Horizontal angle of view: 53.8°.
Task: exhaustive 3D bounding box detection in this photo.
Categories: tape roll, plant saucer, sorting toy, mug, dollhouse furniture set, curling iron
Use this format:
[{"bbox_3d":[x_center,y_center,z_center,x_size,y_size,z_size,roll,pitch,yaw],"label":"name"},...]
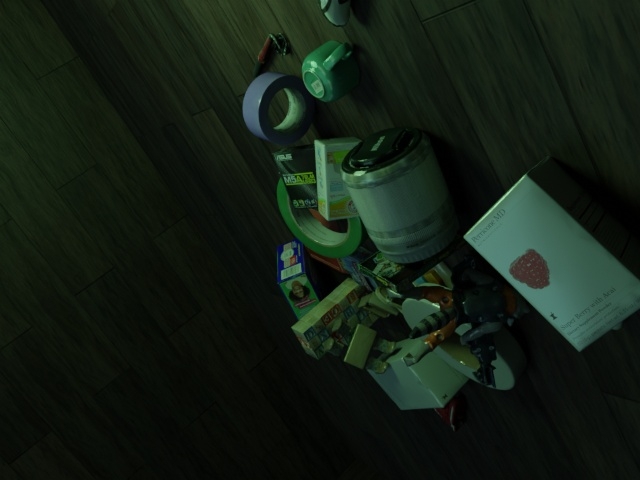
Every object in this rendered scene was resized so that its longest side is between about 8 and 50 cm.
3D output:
[{"bbox_3d":[0.013,-0.100,1.930,0.321,0.077,0.321,25,137,27],"label":"tape roll"},{"bbox_3d":[0.000,0.000,2.280,0.259,0.047,0.259,26,147,49],"label":"plant saucer"},{"bbox_3d":[0.352,0.153,1.840,0.193,0.038,0.208,51,158,0],"label":"sorting toy"},{"bbox_3d":[0.015,-0.409,1.514,0.129,0.097,0.158,37,155,32],"label":"mug"},{"bbox_3d":[0.162,0.313,2.158,0.212,0.242,0.161,25,164,-7],"label":"dollhouse furniture set"},{"bbox_3d":[-0.112,-0.360,1.724,0.080,0.189,0.189,27,149,45],"label":"tape roll"},{"bbox_3d":[-0.152,-0.508,1.771,0.068,0.035,0.274,54,158,-9],"label":"curling iron"},{"bbox_3d":[0.407,0.278,1.817,0.392,0.072,0.392,38,162,14],"label":"tape roll"}]

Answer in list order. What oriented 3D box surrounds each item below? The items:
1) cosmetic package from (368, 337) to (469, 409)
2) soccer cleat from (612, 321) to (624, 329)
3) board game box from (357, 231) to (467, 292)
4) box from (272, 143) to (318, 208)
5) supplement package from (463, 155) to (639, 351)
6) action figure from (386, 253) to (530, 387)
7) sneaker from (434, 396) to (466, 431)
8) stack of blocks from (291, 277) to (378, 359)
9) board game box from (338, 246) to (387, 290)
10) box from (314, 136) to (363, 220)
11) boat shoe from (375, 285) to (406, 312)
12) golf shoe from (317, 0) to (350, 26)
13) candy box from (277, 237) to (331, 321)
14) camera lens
[{"bbox_3d":[0.335,0.469,2.234,0.217,0.156,0.385,50,158,1],"label":"cosmetic package"},{"bbox_3d":[0.565,0.116,1.307,0.196,0.076,0.068,57,158,-18],"label":"soccer cleat"},{"bbox_3d":[0.233,0.032,1.578,0.136,0.259,0.030,28,140,44],"label":"board game box"},{"bbox_3d":[-0.031,-0.182,1.807,0.190,0.045,0.184,1,122,41],"label":"box"},{"bbox_3d":[0.448,0.018,1.166,0.293,0.175,0.178,46,125,11],"label":"supplement package"},{"bbox_3d":[0.357,0.213,1.535,0.178,0.329,0.342,139,114,-82],"label":"action figure"},{"bbox_3d":[0.459,0.612,2.310,0.128,0.087,0.221,34,152,33],"label":"sneaker"},{"bbox_3d":[0.059,0.296,2.298,0.087,0.297,0.171,13,136,57],"label":"stack of blocks"},{"bbox_3d":[0.152,0.097,2.118,0.194,0.060,0.194,17,141,56],"label":"board game box"},{"bbox_3d":[0.054,-0.166,1.685,0.103,0.114,0.203,-130,36,-68],"label":"box"},{"bbox_3d":[0.251,0.195,2.066,0.153,0.056,0.048,36,144,-1],"label":"boat shoe"},{"bbox_3d":[0.043,-0.526,1.304,0.093,0.077,0.198,34,154,35],"label":"golf shoe"},{"bbox_3d":[-0.052,0.190,2.426,0.268,0.122,0.317,-97,-18,-60],"label":"candy box"},{"bbox_3d":[0.187,-0.112,1.489,0.219,0.219,0.274,18,141,54],"label":"camera lens"}]
